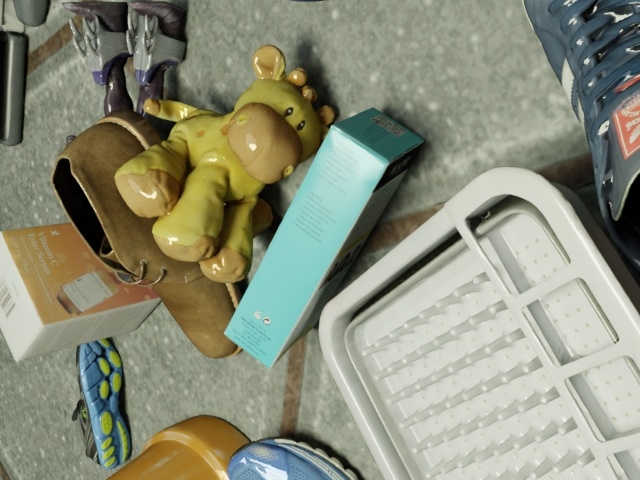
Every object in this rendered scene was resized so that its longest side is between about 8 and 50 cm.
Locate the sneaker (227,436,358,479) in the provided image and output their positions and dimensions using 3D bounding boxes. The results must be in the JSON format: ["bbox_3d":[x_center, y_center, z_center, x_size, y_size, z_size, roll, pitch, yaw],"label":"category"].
[{"bbox_3d":[0.003,0.343,0.733,0.330,0.147,0.129,52,125,21],"label":"sneaker"}]

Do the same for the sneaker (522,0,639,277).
[{"bbox_3d":[0.217,-0.092,0.483,0.131,0.148,0.349,-35,75,38],"label":"sneaker"}]

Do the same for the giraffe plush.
[{"bbox_3d":[-0.070,-0.085,0.734,0.171,0.181,0.210,-25,47,29],"label":"giraffe plush"}]

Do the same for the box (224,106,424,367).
[{"bbox_3d":[0.000,0.000,0.698,0.060,0.100,0.244,35,119,11],"label":"box"}]

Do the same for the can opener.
[{"bbox_3d":[-0.431,-0.261,1.028,0.095,0.076,0.283,25,113,35],"label":"can opener"}]

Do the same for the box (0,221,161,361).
[{"bbox_3d":[-0.304,0.054,0.916,0.091,0.171,0.130,-44,70,37],"label":"box"}]

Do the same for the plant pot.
[{"bbox_3d":[-0.182,0.328,0.852,0.205,0.188,0.205,8,103,38],"label":"plant pot"}]

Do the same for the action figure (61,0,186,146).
[{"bbox_3d":[-0.219,-0.128,0.864,0.186,0.099,0.284,6,107,24],"label":"action figure"}]

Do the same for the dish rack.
[{"bbox_3d":[0.145,0.120,0.589,0.285,0.072,0.333,61,143,12],"label":"dish rack"}]

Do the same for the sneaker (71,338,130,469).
[{"bbox_3d":[-0.310,0.219,1.016,0.078,0.067,0.188,1,101,33],"label":"sneaker"}]

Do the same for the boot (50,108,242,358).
[{"bbox_3d":[-0.182,0.021,0.800,0.112,0.115,0.305,-11,116,34],"label":"boot"}]
